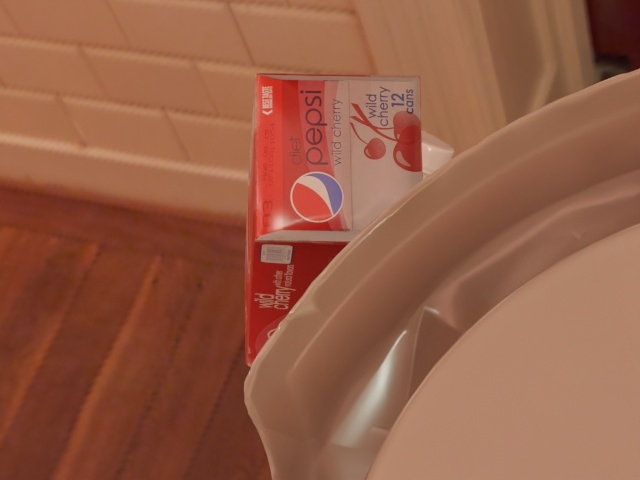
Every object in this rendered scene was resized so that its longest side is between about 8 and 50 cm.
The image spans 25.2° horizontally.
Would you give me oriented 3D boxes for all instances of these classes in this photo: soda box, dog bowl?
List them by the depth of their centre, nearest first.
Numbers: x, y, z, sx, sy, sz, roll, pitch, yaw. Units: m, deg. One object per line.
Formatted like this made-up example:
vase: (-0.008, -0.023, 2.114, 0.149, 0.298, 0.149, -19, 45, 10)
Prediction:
dog bowl: (0.130, 0.108, 0.399, 0.348, 0.102, 0.349, -15, 51, 19)
soda box: (0.000, 0.000, 0.797, 0.083, 0.263, 0.092, 1, 71, -4)

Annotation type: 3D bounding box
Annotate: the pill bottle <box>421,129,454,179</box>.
pill bottle: (0.066, -0.026, 1.469, 0.108, 0.108, 0.180, 32, 107, 33)
